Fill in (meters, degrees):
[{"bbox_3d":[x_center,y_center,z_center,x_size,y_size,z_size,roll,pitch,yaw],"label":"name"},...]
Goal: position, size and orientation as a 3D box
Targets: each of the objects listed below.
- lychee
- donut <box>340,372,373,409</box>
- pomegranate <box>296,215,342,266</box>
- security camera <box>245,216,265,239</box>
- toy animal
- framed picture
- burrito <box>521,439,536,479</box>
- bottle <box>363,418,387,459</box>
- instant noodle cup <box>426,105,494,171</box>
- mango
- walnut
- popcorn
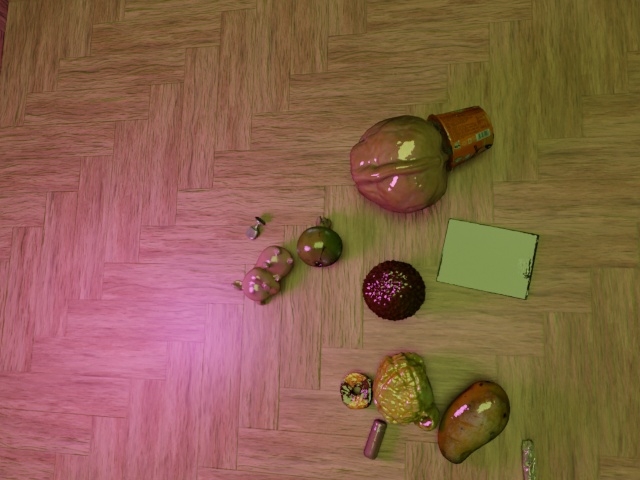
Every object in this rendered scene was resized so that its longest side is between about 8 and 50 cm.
[{"bbox_3d":[0.278,0.181,1.703,0.236,0.271,0.235,5,69,-13],"label":"lychee"},{"bbox_3d":[0.142,0.577,1.770,0.141,0.059,0.140,-1,83,11],"label":"donut"},{"bbox_3d":[-0.013,0.006,1.824,0.179,0.179,0.210,-29,59,6],"label":"pomegranate"},{"bbox_3d":[-0.277,-0.049,1.940,0.058,0.058,0.092,40,104,13],"label":"security camera"},{"bbox_3d":[-0.217,0.133,1.846,0.166,0.154,0.250,40,86,-10],"label":"toy animal"},{"bbox_3d":[0.639,0.068,1.766,0.339,0.014,0.255,11,86,12],"label":"framed picture"},{"bbox_3d":[0.745,0.808,1.637,0.045,0.041,0.185,-5,80,19],"label":"burrito"},{"bbox_3d":[0.207,0.750,1.739,0.053,0.053,0.140,19,87,12],"label":"bottle"},{"bbox_3d":[0.529,-0.399,1.749,0.182,0.230,0.230,-22,79,-2],"label":"instant noodle cup"},{"bbox_3d":[0.536,0.643,1.644,0.329,0.176,0.176,-50,54,20],"label":"mango"},{"bbox_3d":[0.293,-0.278,1.706,0.382,0.381,0.381,-1,83,11],"label":"walnut"},{"bbox_3d":[0.298,0.560,1.688,0.225,0.174,0.285,-17,89,16],"label":"popcorn"}]
